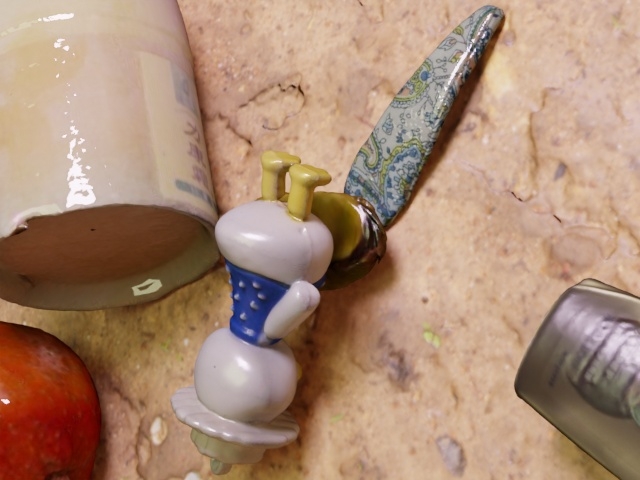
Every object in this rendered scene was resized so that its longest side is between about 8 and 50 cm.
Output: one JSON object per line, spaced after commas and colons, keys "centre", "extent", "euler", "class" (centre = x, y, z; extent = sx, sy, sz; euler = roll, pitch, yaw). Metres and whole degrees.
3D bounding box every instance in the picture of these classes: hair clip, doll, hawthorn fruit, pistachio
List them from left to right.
{"centre": [-0.305, 0.192, 1.305], "extent": [0.253, 0.205, 0.205], "euler": [27, 95, 34], "class": "hawthorn fruit"}
{"centre": [-0.053, 0.071, 1.148], "extent": [0.138, 0.119, 0.293], "euler": [30, 110, 49], "class": "doll"}
{"centre": [0.000, 0.000, 1.194], "extent": [0.173, 0.049, 0.089], "euler": [3, 94, 44], "class": "pistachio"}
{"centre": [0.088, -0.110, 1.164], "extent": [0.066, 0.036, 0.229], "euler": [40, 104, 33], "class": "hair clip"}

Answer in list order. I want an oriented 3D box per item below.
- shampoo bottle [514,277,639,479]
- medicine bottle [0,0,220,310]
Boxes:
{"centre": [0.291, 0.148, 0.885], "extent": [0.350, 0.084, 0.125], "euler": [34, 98, 40], "class": "shampoo bottle"}
{"centre": [-0.243, -0.156, 1.324], "extent": [0.236, 0.236, 0.406], "euler": [-27, 61, 31], "class": "medicine bottle"}
